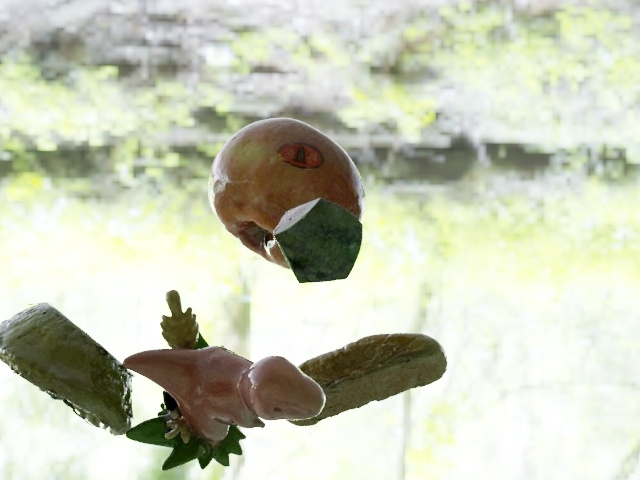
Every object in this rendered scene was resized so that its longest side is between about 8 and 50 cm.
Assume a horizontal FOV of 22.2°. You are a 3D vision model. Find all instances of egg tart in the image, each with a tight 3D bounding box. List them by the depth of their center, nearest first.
[{"bbox_3d":[-0.253,0.130,1.662,0.197,0.078,0.197,36,172,6],"label":"egg tart"}]

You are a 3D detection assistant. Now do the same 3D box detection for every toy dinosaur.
[{"bbox_3d":[-0.103,0.154,1.590,0.194,0.152,0.177,30,157,5],"label":"toy dinosaur"}]

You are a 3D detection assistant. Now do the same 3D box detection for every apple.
[{"bbox_3d":[-0.043,-0.059,2.114,0.164,0.209,0.209,-49,-154,-23],"label":"apple"}]

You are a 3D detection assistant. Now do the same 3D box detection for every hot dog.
[{"bbox_3d":[0.052,0.179,2.223,0.242,0.073,0.084,-20,145,6],"label":"hot dog"}]

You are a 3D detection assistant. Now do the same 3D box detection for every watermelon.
[{"bbox_3d":[-0.001,-0.004,1.729,0.092,0.084,0.072,-25,-150,-9],"label":"watermelon"}]
